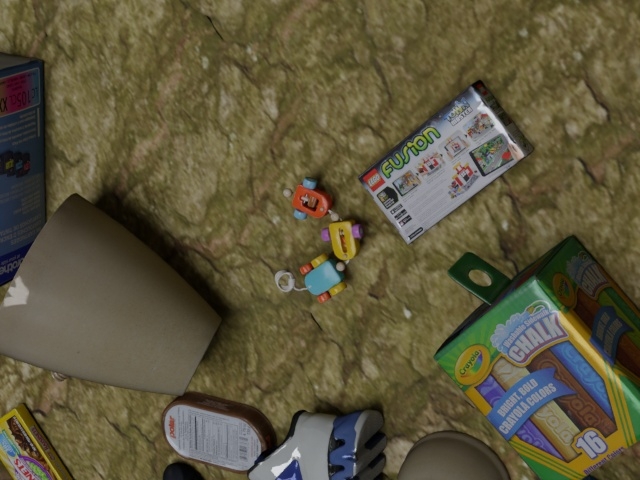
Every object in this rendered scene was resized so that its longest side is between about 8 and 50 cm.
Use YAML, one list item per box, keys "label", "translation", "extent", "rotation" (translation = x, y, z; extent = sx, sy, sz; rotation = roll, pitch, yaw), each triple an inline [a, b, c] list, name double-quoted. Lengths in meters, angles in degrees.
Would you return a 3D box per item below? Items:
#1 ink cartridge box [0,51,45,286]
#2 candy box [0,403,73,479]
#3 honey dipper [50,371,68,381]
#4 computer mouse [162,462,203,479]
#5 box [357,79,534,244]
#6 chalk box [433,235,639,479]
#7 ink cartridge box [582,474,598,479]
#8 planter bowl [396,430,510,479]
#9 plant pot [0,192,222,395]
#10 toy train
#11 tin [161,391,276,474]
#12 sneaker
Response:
- label: "ink cartridge box"
  translation: [-0.568, -0.094, 1.823]
  extent: [0.270, 0.151, 0.395]
  rotation: [13, 114, 23]
- label: "candy box"
  translation: [-0.485, 0.385, 2.010]
  extent: [0.105, 0.027, 0.206]
  rotation: [-33, 90, 36]
- label: "honey dipper"
  translation: [-0.366, 0.179, 1.880]
  extent: [0.161, 0.030, 0.030]
  rotation: [-32, 91, 29]
- label: "computer mouse"
  translation: [-0.174, 0.456, 1.867]
  extent: [0.071, 0.041, 0.242]
  rotation: [-36, 89, 31]
- label: "box"
  translation: [0.157, -0.097, 1.512]
  extent: [0.207, 0.036, 0.114]
  rotation: [-38, 88, 32]
- label: "chalk box"
  translation: [0.275, 0.123, 1.443]
  extent: [0.289, 0.180, 0.179]
  rotation: [49, 121, 3]
- label: "ink cartridge box"
  translation: [0.313, 0.383, 1.481]
  extent: [0.134, 0.231, 0.078]
  rotation: [31, 118, 15]
- label: "planter bowl"
  translation: [0.168, 0.357, 1.618]
  extent: [0.162, 0.109, 0.162]
  rotation: [9, 111, 25]
- label: "plant pot"
  translation: [-0.290, 0.105, 1.712]
  extent: [0.274, 0.256, 0.256]
  rotation: [27, 118, -2]
- label: "toy train"
  translation: [0.000, 0.000, 1.623]
  extent: [0.125, 0.046, 0.166]
  rotation: [22, 112, 21]
- label: "tin"
  translation: [-0.158, 0.294, 1.808]
  extent: [0.190, 0.040, 0.106]
  rotation: [10, 107, 24]
- label: "sneaker"
  translation: [-0.007, 0.377, 1.718]
  extent: [0.182, 0.127, 0.315]
  rotation: [9, 104, 28]
